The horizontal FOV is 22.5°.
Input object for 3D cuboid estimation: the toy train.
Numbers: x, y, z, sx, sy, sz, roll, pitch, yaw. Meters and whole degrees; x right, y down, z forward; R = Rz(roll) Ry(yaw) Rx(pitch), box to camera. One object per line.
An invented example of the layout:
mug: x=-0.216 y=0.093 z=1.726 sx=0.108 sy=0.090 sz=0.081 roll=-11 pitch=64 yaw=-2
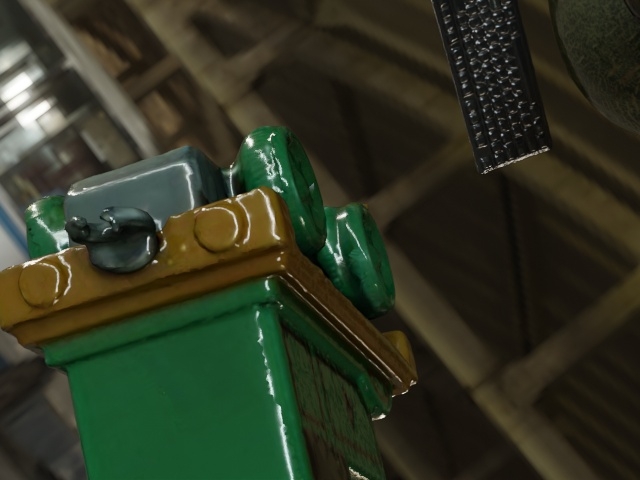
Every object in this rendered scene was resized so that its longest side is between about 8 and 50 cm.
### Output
toy train: x=-0.046 y=0.088 z=0.989 sx=0.429 sy=0.178 sz=0.249 roll=48 pitch=27 yaw=-67

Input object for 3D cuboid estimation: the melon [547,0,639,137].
melon: x=0.344 y=-0.250 z=1.575 sx=0.249 sy=0.248 sz=0.329 roll=62 pitch=21 yaw=-51

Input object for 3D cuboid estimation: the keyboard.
keyboard: x=0.173 y=-0.229 z=1.755 sx=0.018 sy=0.100 sz=0.310 roll=-136 pitch=-152 yaw=-71

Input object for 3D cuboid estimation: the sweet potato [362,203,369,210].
sweet potato: x=0.000 y=0.000 z=1.429 sx=0.026 sy=0.115 sz=0.026 roll=41 pitch=-35 yaw=38

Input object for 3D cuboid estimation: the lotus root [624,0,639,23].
lotus root: x=0.323 y=-0.192 z=1.363 sx=0.179 sy=0.080 sz=0.089 roll=33 pitch=-19 yaw=5
